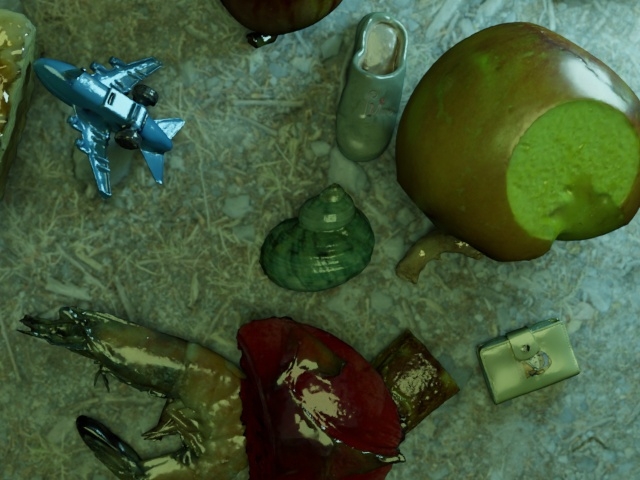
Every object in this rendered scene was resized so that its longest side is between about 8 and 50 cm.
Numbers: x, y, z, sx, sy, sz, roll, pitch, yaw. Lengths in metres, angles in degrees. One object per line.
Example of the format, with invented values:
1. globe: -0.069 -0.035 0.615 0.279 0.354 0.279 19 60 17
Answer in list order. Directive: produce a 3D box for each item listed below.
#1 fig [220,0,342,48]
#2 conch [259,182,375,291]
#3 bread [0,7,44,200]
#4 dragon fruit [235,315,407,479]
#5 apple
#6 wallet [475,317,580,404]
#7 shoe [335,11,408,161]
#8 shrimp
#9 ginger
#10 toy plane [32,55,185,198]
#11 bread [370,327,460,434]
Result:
1. fig: -0.063 -0.430 1.641 0.235 0.214 0.235 -4 72 12
2. conch: -0.002 0.002 1.702 0.175 0.122 0.188 26 87 19
3. bread: -0.639 -0.188 1.566 0.390 0.279 0.371 14 89 -4
4. dragon fruit: -0.005 0.291 1.650 0.282 0.100 0.344 -4 98 7
5. apple: 0.305 -0.131 1.599 0.384 0.374 0.374 43 89 7
6. wallet: 0.349 0.202 1.776 0.155 0.039 0.110 -20 97 -2
7. shoe: 0.087 -0.253 1.704 0.103 0.100 0.251 9 90 -5
8. shrimp: -0.307 0.259 1.719 0.445 0.085 0.272 31 96 -9
9. ginger: 0.259 0.000 1.743 0.288 0.075 0.089 -23 53 -1
10. toy plane: -0.327 -0.203 1.625 0.271 0.105 0.254 38 60 -43
11. bread: 0.127 0.251 1.730 0.172 0.103 0.132 -40 95 -2
